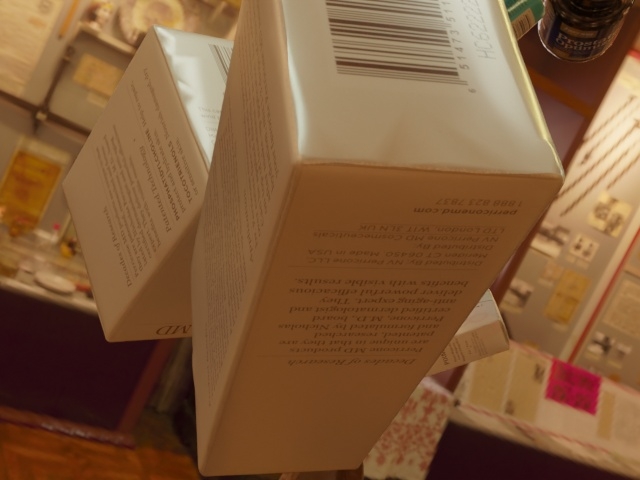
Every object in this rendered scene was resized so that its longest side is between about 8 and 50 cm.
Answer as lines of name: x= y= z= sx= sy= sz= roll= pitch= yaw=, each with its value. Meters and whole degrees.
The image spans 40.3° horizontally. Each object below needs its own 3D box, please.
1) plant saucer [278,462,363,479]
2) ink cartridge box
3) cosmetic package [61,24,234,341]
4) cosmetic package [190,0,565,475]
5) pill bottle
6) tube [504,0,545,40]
plant saucer: x=-0.015 y=0.469 z=1.520 sx=0.041 sy=0.277 sz=0.278 roll=15 pitch=-1 yaw=34
ink cartridge box: x=0.169 y=0.155 z=1.355 sx=0.232 sy=0.066 sz=0.189 roll=-16 pitch=10 yaw=8
cosmetic package: x=-0.172 y=-0.077 z=1.428 sx=0.329 sy=0.393 sz=0.327 roll=0 pitch=54 yaw=-39
cosmetic package: x=0.000 y=0.000 z=0.692 sx=0.162 sy=0.453 sz=0.230 roll=2 pitch=56 yaw=-15
pill bottle: x=0.384 y=-0.347 z=1.256 sx=0.123 sy=0.122 sz=0.219 roll=27 pitch=-2 yaw=11
tube: x=0.130 y=-0.178 z=0.871 sx=0.080 sy=0.207 sz=0.052 roll=50 pitch=0 yaw=-28
